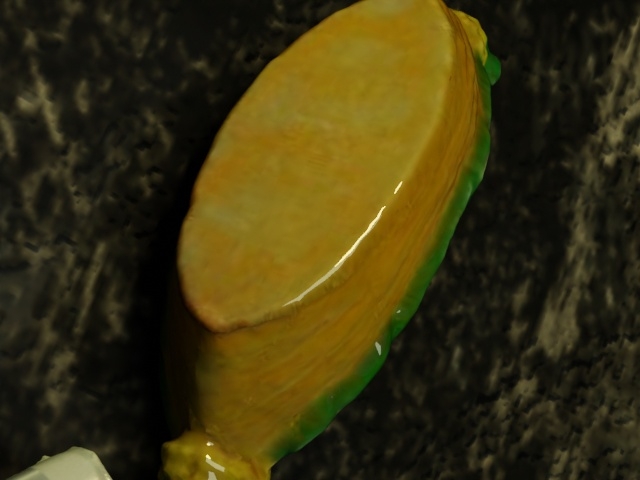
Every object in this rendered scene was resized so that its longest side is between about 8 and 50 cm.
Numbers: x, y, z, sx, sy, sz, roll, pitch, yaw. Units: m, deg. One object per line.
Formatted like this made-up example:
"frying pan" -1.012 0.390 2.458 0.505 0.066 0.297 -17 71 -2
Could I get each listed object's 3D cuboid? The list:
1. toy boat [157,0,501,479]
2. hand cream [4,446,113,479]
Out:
"toy boat" 0.000 0.000 0.616 0.229 0.089 0.088 -59 155 -23
"hand cream" -0.163 0.137 0.504 0.255 0.048 0.079 -29 103 -31
